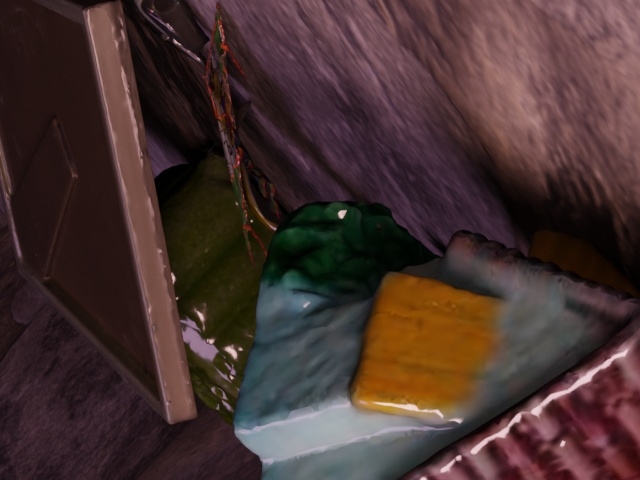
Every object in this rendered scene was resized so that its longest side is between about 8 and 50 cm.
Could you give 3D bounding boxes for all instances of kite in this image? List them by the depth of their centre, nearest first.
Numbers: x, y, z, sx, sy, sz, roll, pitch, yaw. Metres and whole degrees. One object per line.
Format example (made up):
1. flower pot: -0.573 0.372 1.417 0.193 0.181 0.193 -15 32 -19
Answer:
1. kite: -0.053 -0.058 1.175 0.244 0.006 0.198 -119 20 -61

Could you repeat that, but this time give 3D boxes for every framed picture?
1. framed picture: -0.213 -0.067 1.479 0.446 0.028 0.326 -147 45 -61

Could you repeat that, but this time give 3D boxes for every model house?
1. model house: 0.138 0.096 0.905 0.249 0.230 0.280 -18 131 31

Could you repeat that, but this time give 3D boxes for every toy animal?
1. toy animal: 0.000 0.000 1.248 0.155 0.095 0.219 164 92 -79

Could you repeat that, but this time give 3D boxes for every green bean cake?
1. green bean cake: -0.077 0.056 1.582 0.247 0.156 0.250 45 170 -12

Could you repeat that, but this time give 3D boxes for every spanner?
1. spanner: -0.190 -0.225 1.281 0.316 0.024 0.087 40 174 19
